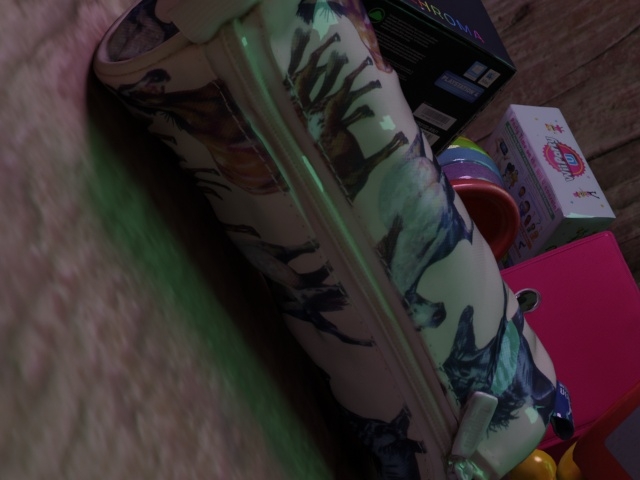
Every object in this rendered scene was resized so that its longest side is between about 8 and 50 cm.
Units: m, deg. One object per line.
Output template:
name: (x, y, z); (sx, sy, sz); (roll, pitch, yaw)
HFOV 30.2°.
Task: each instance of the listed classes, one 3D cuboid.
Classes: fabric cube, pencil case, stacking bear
fabric cube: (0.297, 0.196, 1.404); (0.258, 0.254, 0.259); (-100, 163, -48)
pencil case: (0.018, -0.008, 0.744); (0.410, 0.160, 0.183); (59, -3, -30)
stacking bear: (0.177, -0.089, 1.761); (0.175, 0.164, 0.289); (58, 8, -34)

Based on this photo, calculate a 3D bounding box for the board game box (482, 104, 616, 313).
board game box: (0.291, -0.020, 1.799); (0.303, 0.097, 0.224); (119, -36, -44)

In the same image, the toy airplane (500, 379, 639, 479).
toy airplane: (0.207, 0.258, 0.942); (0.386, 0.272, 0.384); (1, -71, 61)

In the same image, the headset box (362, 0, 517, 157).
headset box: (0.002, -0.231, 1.006); (0.246, 0.131, 0.283); (22, 36, -33)
